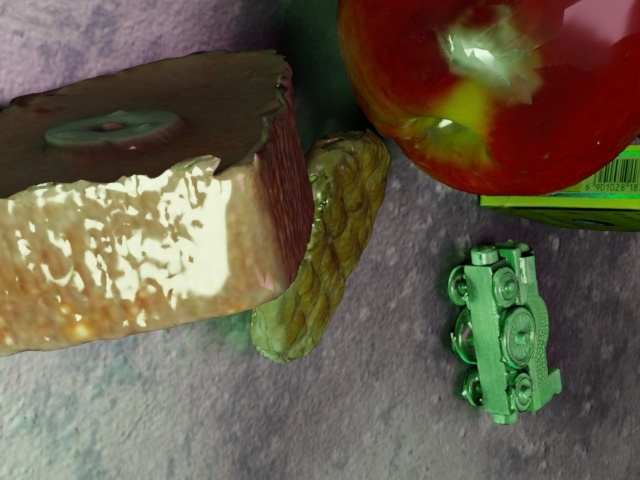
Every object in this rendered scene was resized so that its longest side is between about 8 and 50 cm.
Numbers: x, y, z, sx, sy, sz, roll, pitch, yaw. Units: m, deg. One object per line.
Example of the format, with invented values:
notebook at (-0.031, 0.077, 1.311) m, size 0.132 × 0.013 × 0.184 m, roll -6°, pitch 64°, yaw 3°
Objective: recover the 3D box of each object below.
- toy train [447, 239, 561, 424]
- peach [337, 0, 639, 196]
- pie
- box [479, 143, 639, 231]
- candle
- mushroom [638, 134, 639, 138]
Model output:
toy train at (0.179, 0.083, 1.021) m, size 0.105 × 0.071 × 0.178 m, roll -23°, pitch 109°, yaw -44°
peach at (0.165, -0.207, 0.810) m, size 0.281 × 0.281 × 0.338 m, roll 39°, pitch 72°, yaw -34°
pie at (0.000, 0.000, 0.828) m, size 0.195 × 0.046 × 0.195 m, roll 21°, pitch 90°, yaw -76°
box at (0.275, -0.046, 0.992) m, size 0.141 × 0.220 × 0.064 m, roll 11°, pitch 87°, yaw -40°
candle at (-0.115, -0.018, 0.644) m, size 0.317 × 0.287 × 0.131 m, roll -29°, pitch 115°, yaw -37°
mushroom at (0.284, -0.211, 0.968) m, size 0.290 × 0.292 × 0.292 m, roll -11°, pitch 101°, yaw -16°
